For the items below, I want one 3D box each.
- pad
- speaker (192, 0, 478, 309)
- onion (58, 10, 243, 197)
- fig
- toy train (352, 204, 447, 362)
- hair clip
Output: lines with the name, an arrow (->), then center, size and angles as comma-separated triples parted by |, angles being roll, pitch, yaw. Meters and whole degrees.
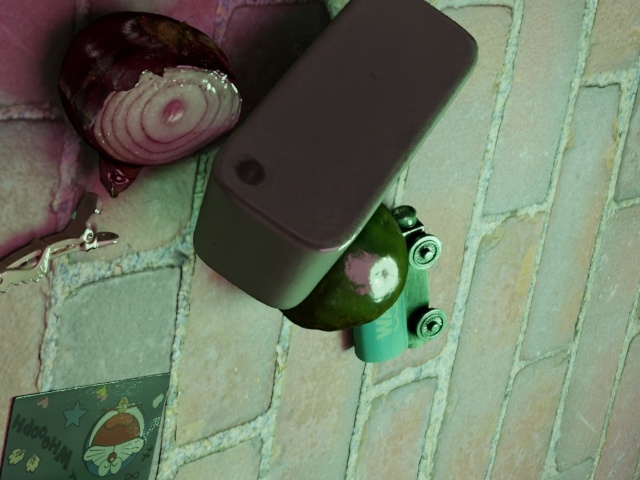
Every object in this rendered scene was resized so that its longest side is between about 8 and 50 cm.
pad -> -0.295, 0.257, 1.658 | 0.245, 0.006, 0.170 | -4, 113, -48
speaker -> 0.015, -0.114, 1.588 | 0.406, 0.183, 0.184 | -53, 176, -34
onion -> -0.202, -0.147, 1.446 | 0.195, 0.140, 0.218 | -10, 142, -41
fig -> 0.000, 0.000, 1.719 | 0.195, 0.195, 0.245 | -47, 124, -21
toy train -> 0.101, 0.069, 1.946 | 0.159, 0.101, 0.248 | -21, 126, -22
hair clip -> -0.323, 0.019, 1.473 | 0.226, 0.034, 0.072 | -32, 128, -32
